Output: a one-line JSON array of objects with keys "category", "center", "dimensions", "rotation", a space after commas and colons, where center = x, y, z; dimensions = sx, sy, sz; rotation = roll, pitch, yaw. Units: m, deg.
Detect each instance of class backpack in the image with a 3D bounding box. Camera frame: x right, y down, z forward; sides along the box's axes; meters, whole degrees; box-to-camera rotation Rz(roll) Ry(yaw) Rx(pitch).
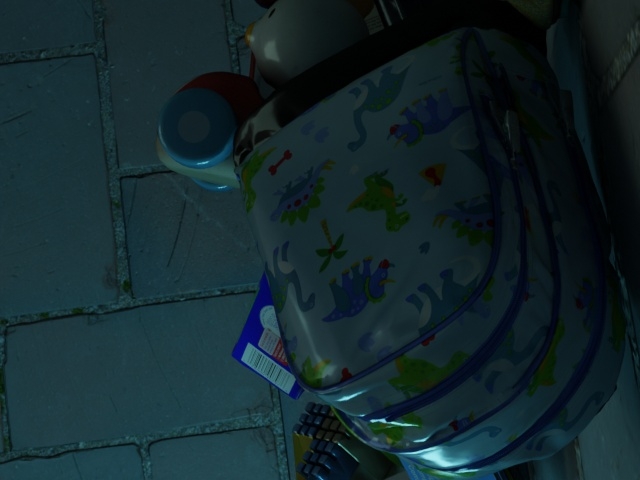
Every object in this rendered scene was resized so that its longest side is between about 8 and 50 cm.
[{"category": "backpack", "center": [0.082, 0.008, 1.171], "dimensions": [0.273, 0.290, 0.356], "rotation": [25, -138, -61]}]

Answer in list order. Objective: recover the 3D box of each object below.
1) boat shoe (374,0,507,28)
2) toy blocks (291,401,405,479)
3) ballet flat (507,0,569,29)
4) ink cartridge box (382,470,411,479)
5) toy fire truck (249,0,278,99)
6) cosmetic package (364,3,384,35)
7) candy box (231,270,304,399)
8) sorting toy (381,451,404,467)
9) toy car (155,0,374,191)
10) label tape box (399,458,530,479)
[{"category": "boat shoe", "center": [0.131, -0.054, 1.449], "dimensions": [0.187, 0.156, 0.500], "rotation": [-108, 10, -76]}, {"category": "toy blocks", "center": [0.060, 0.318, 2.032], "dimensions": [0.261, 0.381, 0.190], "rotation": [44, 157, -29]}, {"category": "ballet flat", "center": [0.126, -0.278, 1.082], "dimensions": [0.348, 0.123, 0.123], "rotation": [84, 179, -58]}, {"category": "ink cartridge box", "center": [0.078, 0.435, 1.814], "dimensions": [0.309, 0.271, 0.130], "rotation": [54, -164, -41]}, {"category": "toy fire truck", "center": [0.038, -0.238, 1.851], "dimensions": [0.169, 0.253, 0.302], "rotation": [96, 179, -86]}, {"category": "cosmetic package", "center": [0.041, -0.268, 1.688], "dimensions": [0.113, 0.160, 0.309], "rotation": [62, -170, -59]}, {"category": "candy box", "center": [0.035, 0.019, 2.032], "dimensions": [0.317, 0.122, 0.268], "rotation": [-50, -8, -30]}, {"category": "sorting toy", "center": [0.152, 0.233, 1.972], "dimensions": [0.366, 0.127, 0.126], "rotation": [59, -152, -8]}, {"category": "toy car", "center": [-0.037, -0.162, 1.488], "dimensions": [0.219, 0.210, 0.238], "rotation": [69, -147, -84]}, {"category": "label tape box", "center": [0.134, 0.198, 1.627], "dimensions": [0.241, 0.106, 0.334], "rotation": [62, -168, -15]}]
